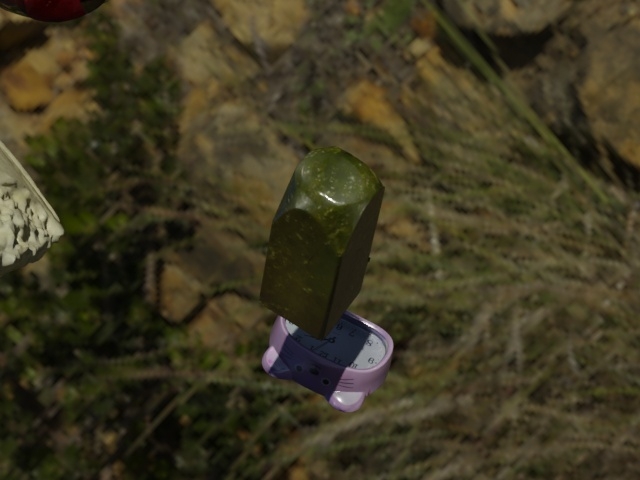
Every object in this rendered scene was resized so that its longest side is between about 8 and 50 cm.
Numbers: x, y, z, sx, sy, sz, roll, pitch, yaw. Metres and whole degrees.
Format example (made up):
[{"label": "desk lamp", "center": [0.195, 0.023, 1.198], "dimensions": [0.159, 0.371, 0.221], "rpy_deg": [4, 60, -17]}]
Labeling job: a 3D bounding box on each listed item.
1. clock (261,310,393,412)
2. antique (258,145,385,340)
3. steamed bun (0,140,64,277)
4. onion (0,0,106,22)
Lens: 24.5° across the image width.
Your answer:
[{"label": "clock", "center": [0.008, 0.133, 1.774], "dimensions": [0.110, 0.152, 0.050], "rpy_deg": [-57, -10, -42]}, {"label": "antique", "center": [0.000, 0.000, 1.439], "dimensions": [0.080, 0.081, 0.221], "rpy_deg": [-52, -15, -30]}, {"label": "steamed bun", "center": [-0.371, -0.001, 1.192], "dimensions": [0.290, 0.274, 0.272], "rpy_deg": [-25, 1, 9]}, {"label": "onion", "center": [-0.254, -0.315, 1.441], "dimensions": [0.216, 0.207, 0.206], "rpy_deg": [-40, 55, 16]}]
